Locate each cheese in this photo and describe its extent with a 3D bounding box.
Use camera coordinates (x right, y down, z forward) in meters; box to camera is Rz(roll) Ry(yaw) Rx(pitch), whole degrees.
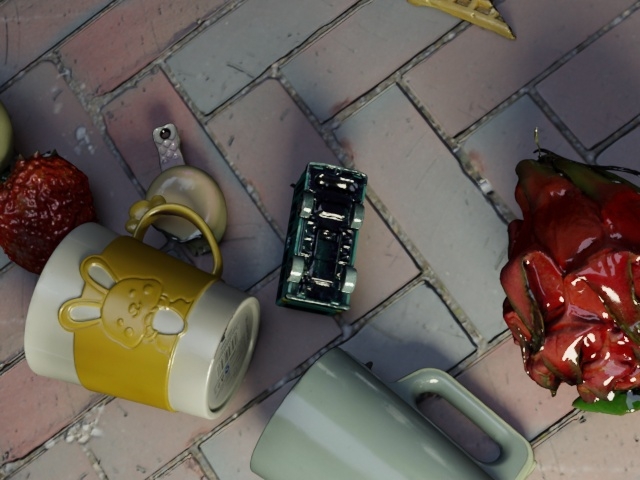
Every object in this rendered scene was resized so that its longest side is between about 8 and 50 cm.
[{"bbox_3d":[-0.175,-0.060,1.467,0.092,0.047,0.171,-37,68,0],"label":"cheese"}]

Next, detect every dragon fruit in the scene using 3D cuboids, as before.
[{"bbox_3d":[0.267,0.026,1.217,0.233,0.234,0.293,-29,86,5],"label":"dragon fruit"}]

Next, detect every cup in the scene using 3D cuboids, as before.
[{"bbox_3d":[-0.186,0.071,1.364,0.226,0.185,0.241,19,78,14],"label":"cup"}]

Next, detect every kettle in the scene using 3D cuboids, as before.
[{"bbox_3d":[0.085,0.226,1.275,0.243,0.160,0.210,33,56,14],"label":"kettle"}]

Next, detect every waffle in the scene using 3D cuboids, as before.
[{"bbox_3d":[0.184,-0.306,1.455,0.152,0.023,0.097,26,83,22],"label":"waffle"}]

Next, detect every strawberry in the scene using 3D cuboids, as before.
[{"bbox_3d":[-0.334,-0.027,1.462,0.131,0.131,0.148,-23,64,8],"label":"strawberry"}]

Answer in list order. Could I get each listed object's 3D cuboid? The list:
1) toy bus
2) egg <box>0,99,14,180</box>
[{"bbox_3d":[0.000,0.000,1.376,0.079,0.092,0.160,12,76,-12],"label":"toy bus"},{"bbox_3d":[-0.510,-0.126,1.487,0.269,0.219,0.219,3,74,-1],"label":"egg"}]
